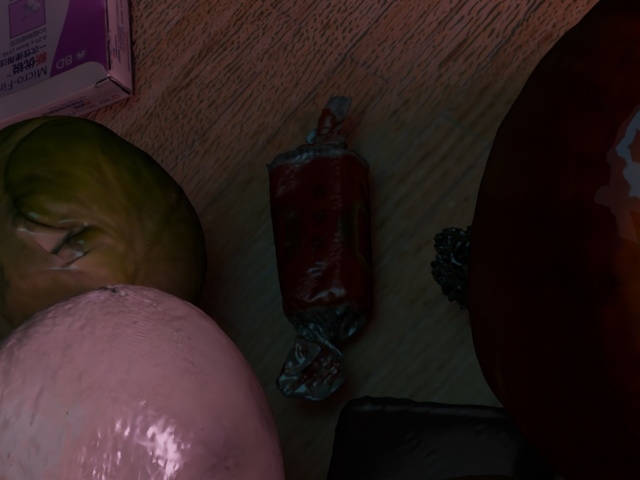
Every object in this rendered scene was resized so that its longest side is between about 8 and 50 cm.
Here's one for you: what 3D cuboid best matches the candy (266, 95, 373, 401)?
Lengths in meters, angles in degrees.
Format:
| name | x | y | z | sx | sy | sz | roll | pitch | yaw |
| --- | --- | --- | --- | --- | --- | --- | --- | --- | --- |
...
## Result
| name | x | y | z | sx | sy | sz | roll | pitch | yaw |
| --- | --- | --- | --- | --- | --- | --- | --- | --- | --- |
| candy | 0.001 | -0.001 | 1.506 | 0.086 | 0.059 | 0.292 | -13 | 57 | 19 |

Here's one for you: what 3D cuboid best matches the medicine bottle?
| name | x | y | z | sx | sy | sz | roll | pitch | yaw |
| --- | --- | --- | --- | --- | --- | --- | --- | --- | --- |
| medicine bottle | -0.276 | -0.178 | 1.767 | 0.201 | 0.052 | 0.171 | -18 | 55 | 19 |

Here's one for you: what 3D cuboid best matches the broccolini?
| name | x | y | z | sx | sy | sz | roll | pitch | yaw |
| --- | --- | --- | --- | --- | --- | --- | --- | --- | --- |
| broccolini | 0.184 | -0.003 | 1.422 | 0.203 | 0.091 | 0.068 | -20 | 97 | 2 |

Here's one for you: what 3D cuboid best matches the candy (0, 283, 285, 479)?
| name | x | y | z | sx | sy | sz | roll | pitch | yaw |
| --- | --- | --- | --- | --- | --- | --- | --- | --- | --- |
| candy | -0.138 | 0.174 | 1.281 | 0.185 | 0.295 | 0.295 | -10 | 55 | 42 |

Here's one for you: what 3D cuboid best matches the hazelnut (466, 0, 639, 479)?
| name | x | y | z | sx | sy | sz | roll | pitch | yaw |
| --- | --- | --- | --- | --- | --- | --- | --- | --- | --- |
| hazelnut | 0.283 | -0.022 | 1.166 | 0.429 | 0.402 | 0.402 | -48 | 51 | -2 |

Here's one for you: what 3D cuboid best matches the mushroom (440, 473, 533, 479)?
| name | x | y | z | sx | sy | sz | roll | pitch | yaw |
| --- | --- | --- | --- | --- | --- | --- | --- | --- | --- |
| mushroom | 0.128 | 0.259 | 1.177 | 0.278 | 0.146 | 0.278 | 0 | 42 | 0 |

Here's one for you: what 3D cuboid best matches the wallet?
| name | x | y | z | sx | sy | sz | roll | pitch | yaw |
| --- | --- | --- | --- | --- | --- | --- | --- | --- | --- |
| wallet | 0.076 | 0.224 | 1.334 | 0.182 | 0.049 | 0.229 | 0 | 60 | 22 |

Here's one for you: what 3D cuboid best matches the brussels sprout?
| name | x | y | z | sx | sy | sz | roll | pitch | yaw |
| --- | --- | --- | --- | --- | --- | --- | --- | --- | --- |
| brussels sprout | -0.204 | 0.018 | 1.492 | 0.210 | 0.219 | 0.271 | -34 | 24 | 7 |
